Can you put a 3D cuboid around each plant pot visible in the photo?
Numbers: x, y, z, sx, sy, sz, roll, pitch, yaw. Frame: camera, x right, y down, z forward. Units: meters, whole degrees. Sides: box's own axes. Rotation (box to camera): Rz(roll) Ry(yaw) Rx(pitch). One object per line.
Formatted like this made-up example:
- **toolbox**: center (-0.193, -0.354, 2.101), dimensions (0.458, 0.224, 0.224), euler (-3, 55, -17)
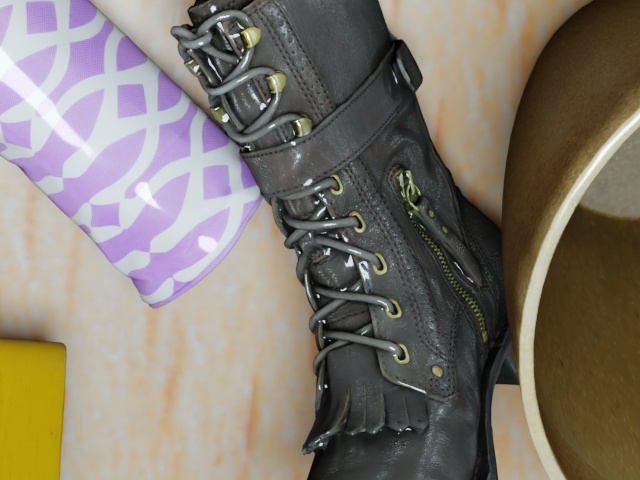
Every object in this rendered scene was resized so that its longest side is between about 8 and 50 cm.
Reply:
- **plant pot**: center (0.170, -0.019, 0.796), dimensions (0.237, 0.254, 0.237), euler (-3, 114, -7)

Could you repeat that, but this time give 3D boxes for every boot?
- **boot**: center (0.000, 0.000, 0.810), dimensions (0.091, 0.263, 0.229), euler (-17, 114, 30)

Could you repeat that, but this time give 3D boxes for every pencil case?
- **pencil case**: center (-0.119, -0.060, 0.840), dimensions (0.206, 0.086, 0.088), euler (43, 128, -13)

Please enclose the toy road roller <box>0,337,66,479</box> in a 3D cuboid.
- **toy road roller**: center (-0.228, 0.197, 0.847), dimensions (0.202, 0.240, 0.329), euler (5, 64, -10)
